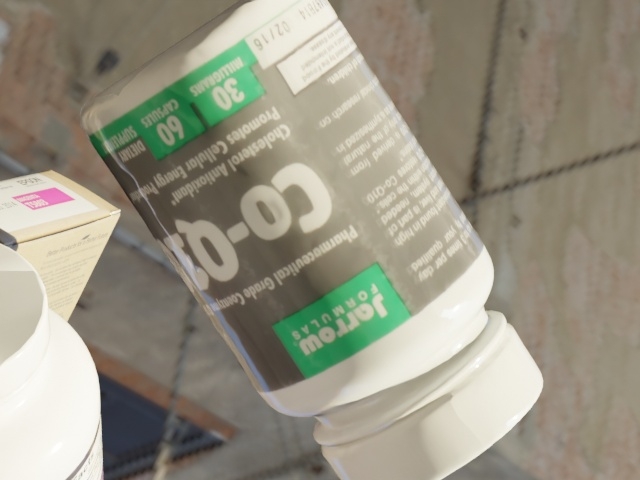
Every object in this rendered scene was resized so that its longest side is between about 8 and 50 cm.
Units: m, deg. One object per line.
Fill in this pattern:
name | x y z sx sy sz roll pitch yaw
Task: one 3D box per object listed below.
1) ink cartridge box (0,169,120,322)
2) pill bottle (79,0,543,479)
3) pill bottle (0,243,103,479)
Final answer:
ink cartridge box | -0.295 0.048 1.569 0.088 0.234 0.193 31 -74 13
pill bottle | 0.000 0.000 1.319 0.204 0.361 0.204 -33 -173 5
pill bottle | -0.228 0.154 1.132 0.181 0.323 0.181 2 -137 -2
